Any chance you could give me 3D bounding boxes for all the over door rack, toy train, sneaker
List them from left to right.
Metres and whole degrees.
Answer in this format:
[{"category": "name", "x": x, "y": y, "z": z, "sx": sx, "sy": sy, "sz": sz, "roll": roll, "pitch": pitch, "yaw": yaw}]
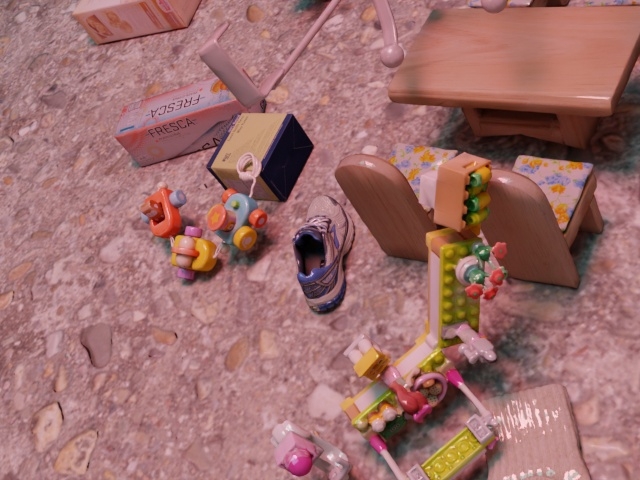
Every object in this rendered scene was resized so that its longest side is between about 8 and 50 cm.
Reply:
[{"category": "toy train", "x": -0.135, "y": -0.029, "z": 0.924, "sx": 0.166, "sy": 0.046, "sz": 0.125, "roll": -23, "pitch": 70, "yaw": 30}, {"category": "sneaker", "x": 0.000, "y": 0.000, "z": 0.849, "sx": 0.052, "sy": 0.058, "sz": 0.135, "roll": -17, "pitch": 47, "yaw": 19}, {"category": "over door rack", "x": 0.093, "y": -0.205, "z": 0.645, "sx": 0.239, "sy": 0.108, "sz": 0.324, "roll": -23, "pitch": 15, "yaw": 43}]

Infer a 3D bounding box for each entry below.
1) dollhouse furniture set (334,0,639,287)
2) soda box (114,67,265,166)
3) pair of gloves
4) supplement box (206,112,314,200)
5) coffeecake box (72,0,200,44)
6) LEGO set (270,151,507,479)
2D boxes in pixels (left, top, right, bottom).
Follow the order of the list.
[{"category": "dollhouse furniture set", "x": 0.231, "y": -0.177, "z": 0.711, "sx": 0.394, "sy": 0.256, "sz": 0.362, "roll": 11, "pitch": 61, "yaw": 37}, {"category": "soda box", "x": -0.163, "y": -0.151, "z": 1.071, "sx": 0.183, "sy": 0.063, "sz": 0.058, "roll": -12, "pitch": 50, "yaw": 24}, {"category": "pair of gloves", "x": 0.215, "y": 0.178, "z": 0.581, "sx": 0.240, "sy": 0.042, "sz": 0.204, "roll": -12, "pitch": 49, "yaw": 25}, {"category": "supplement box", "x": -0.068, "y": -0.095, "z": 0.971, "sx": 0.083, "sy": 0.056, "sz": 0.083, "roll": 6, "pitch": 58, "yaw": 35}, {"category": "coffeecake box", "x": -0.270, "y": -0.388, "z": 1.329, "sx": 0.185, "sy": 0.068, "sz": 0.142, "roll": -2, "pitch": 54, "yaw": 31}, {"category": "LEGO set", "x": 0.088, "y": 0.086, "z": 0.647, "sx": 0.287, "sy": 0.132, "sz": 0.107, "roll": -59, "pitch": 32, "yaw": 13}]
